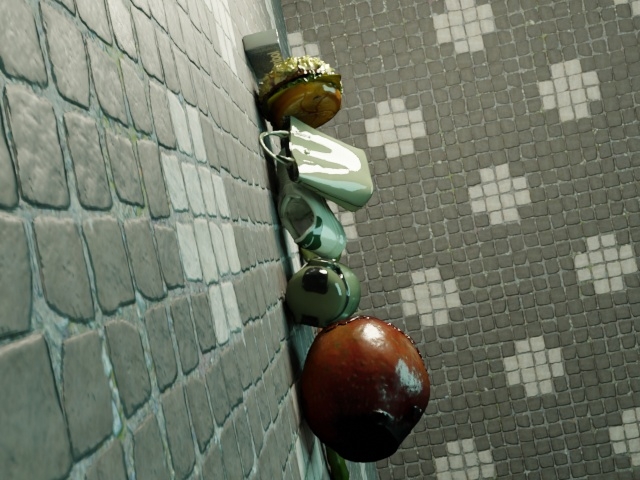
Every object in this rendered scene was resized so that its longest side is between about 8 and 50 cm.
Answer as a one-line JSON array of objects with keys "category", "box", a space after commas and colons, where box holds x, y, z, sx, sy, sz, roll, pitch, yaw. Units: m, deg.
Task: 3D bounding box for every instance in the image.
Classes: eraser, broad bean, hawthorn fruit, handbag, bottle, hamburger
[{"category": "eraser", "box": [-0.144, -0.492, 1.813, 0.212, 0.092, 0.046, 66, 12, -80]}, {"category": "broad bean", "box": [0.036, 0.535, 1.678, 0.065, 0.047, 0.254, -125, -161, -65]}, {"category": "hawthorn fruit", "box": [0.094, 0.317, 1.448, 0.316, 0.316, 0.315, -12, 90, -86]}, {"category": "handbag", "box": [-0.012, -0.209, 1.708, 0.315, 0.109, 0.241, 26, 37, -35]}, {"category": "bottle", "box": [0.007, 0.126, 1.619, 0.347, 0.169, 0.168, 30, 48, -82]}, {"category": "hamburger", "box": [-0.052, -0.390, 1.808, 0.261, 0.243, 0.138, 89, -18, -66]}]

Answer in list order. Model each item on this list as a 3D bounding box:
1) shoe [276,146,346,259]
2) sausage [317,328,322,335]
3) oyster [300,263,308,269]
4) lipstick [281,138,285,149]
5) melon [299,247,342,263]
[{"category": "shoe", "box": [-0.065, -0.116, 1.757, 0.160, 0.132, 0.362, 18, 41, -51]}, {"category": "sausage", "box": [0.048, 0.366, 2.081, 0.086, 0.086, 0.288, -94, 170, -64]}, {"category": "oyster", "box": [-0.004, 0.147, 1.905, 0.200, 0.061, 0.106, -110, 175, -62]}, {"category": "lipstick", "box": [-0.100, -0.369, 2.203, 0.077, 0.077, 0.418, 71, 7, -63]}, {"category": "melon", "box": [0.000, 0.000, 2.076, 0.139, 0.139, 0.192, 18, 63, -86]}]
